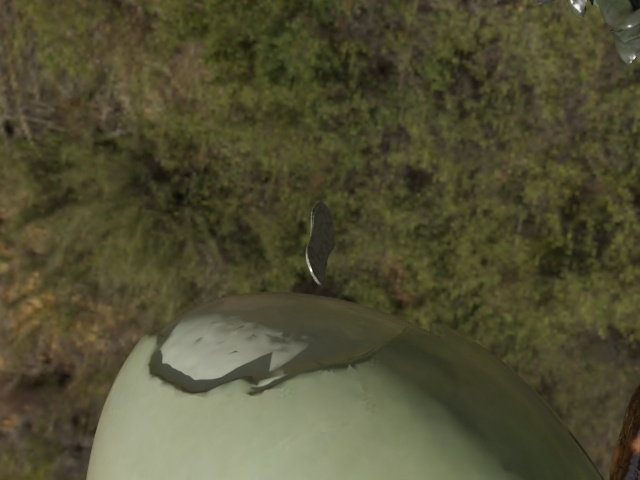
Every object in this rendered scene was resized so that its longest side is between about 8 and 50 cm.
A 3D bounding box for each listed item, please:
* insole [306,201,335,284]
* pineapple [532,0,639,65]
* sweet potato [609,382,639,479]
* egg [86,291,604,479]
[{"bbox_3d":[0.000,0.000,1.417,0.006,0.065,0.193,-19,-156,16],"label":"insole"},{"bbox_3d":[0.107,-0.236,0.669,0.310,0.170,0.141,31,145,6],"label":"pineapple"},{"bbox_3d":[0.319,0.225,1.044,0.058,0.255,0.078,18,-159,34],"label":"sweet potato"},{"bbox_3d":[0.014,0.173,0.576,0.336,0.278,0.278,55,-169,14],"label":"egg"}]
